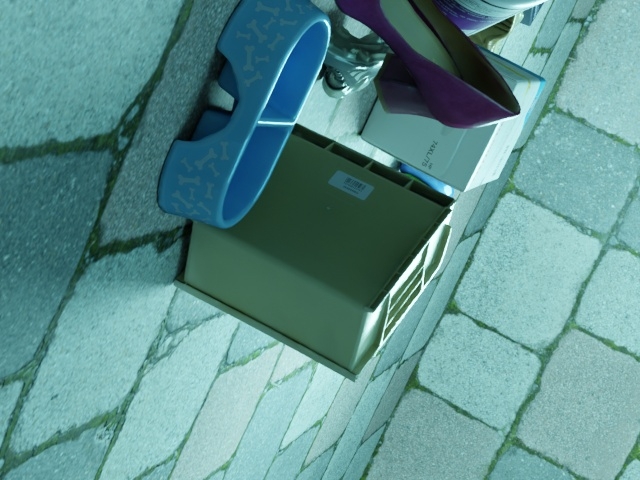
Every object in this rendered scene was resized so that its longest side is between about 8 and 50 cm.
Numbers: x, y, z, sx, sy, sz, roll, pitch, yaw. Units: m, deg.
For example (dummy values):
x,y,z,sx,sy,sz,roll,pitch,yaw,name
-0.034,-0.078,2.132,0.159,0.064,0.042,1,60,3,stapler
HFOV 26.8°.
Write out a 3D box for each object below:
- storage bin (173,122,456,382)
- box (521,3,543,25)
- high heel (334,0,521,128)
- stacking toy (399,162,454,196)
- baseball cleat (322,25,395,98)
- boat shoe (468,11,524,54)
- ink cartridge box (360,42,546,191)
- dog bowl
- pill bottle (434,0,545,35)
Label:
x,y,z,sx,sy,sz,roll,pitch,yaw,name
0.000,0.000,1.695,0.260,0.262,0.123,-49,159,-43,storage bin
0.379,-0.515,2.398,0.207,0.108,0.153,-59,167,-13,box
0.130,-0.282,1.624,0.377,0.181,0.127,61,42,-52,high heel
0.171,-0.082,2.491,0.330,0.141,0.141,-53,165,-10,stacking toy
0.030,-0.227,1.764,0.109,0.072,0.206,-45,161,26,baseball cleat
0.300,-0.400,2.362,0.089,0.104,0.285,-55,175,-18,boat shoe
0.224,-0.218,2.222,0.198,0.197,0.270,-65,166,15,ink cartridge box
-0.079,-0.147,1.511,0.297,0.074,0.166,-65,166,11,dog bowl
0.210,-0.365,1.680,0.181,0.181,0.323,-59,-167,-10,pill bottle
